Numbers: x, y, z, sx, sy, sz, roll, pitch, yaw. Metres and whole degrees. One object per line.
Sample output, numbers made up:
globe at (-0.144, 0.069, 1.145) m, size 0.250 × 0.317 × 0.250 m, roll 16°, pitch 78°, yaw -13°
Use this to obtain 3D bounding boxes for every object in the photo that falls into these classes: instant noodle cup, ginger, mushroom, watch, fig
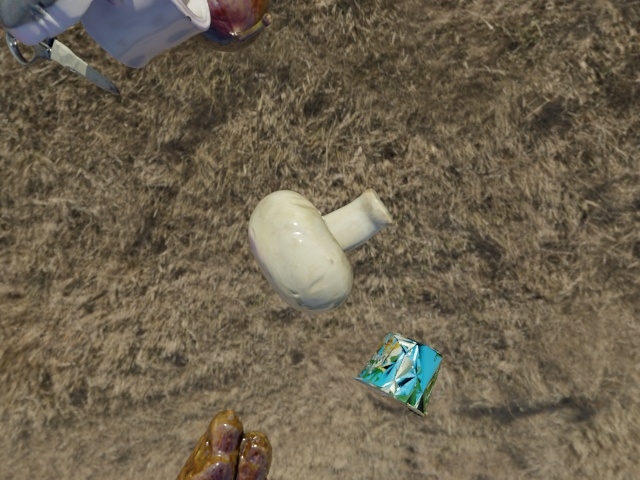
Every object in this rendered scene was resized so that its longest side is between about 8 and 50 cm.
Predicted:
instant noodle cup at (0.243, 0.387, 1.582) m, size 0.240 × 0.178 × 0.240 m, roll 27°, pitch 166°, yaw 8°
ginger at (-0.285, 0.682, 1.453) m, size 0.254 × 0.176 × 0.418 m, roll 40°, pitch 75°, yaw -31°
mushroom at (-0.024, 0.023, 1.262) m, size 0.356 × 0.315 × 0.315 m, roll -15°, pitch 130°, yaw 42°
watch at (-0.240, -0.293, 0.603) m, size 0.196 × 0.244 × 0.231 m, roll -21°, pitch 160°, yaw 11°
fig at (-0.198, -0.478, 1.159) m, size 0.204 × 0.249 × 0.186 m, roll -16°, pitch 156°, yaw -6°

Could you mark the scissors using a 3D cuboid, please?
scissors at (-0.380, -0.274, 0.779) m, size 0.300 × 0.022 × 0.109 m, roll 33°, pitch 123°, yaw 25°
